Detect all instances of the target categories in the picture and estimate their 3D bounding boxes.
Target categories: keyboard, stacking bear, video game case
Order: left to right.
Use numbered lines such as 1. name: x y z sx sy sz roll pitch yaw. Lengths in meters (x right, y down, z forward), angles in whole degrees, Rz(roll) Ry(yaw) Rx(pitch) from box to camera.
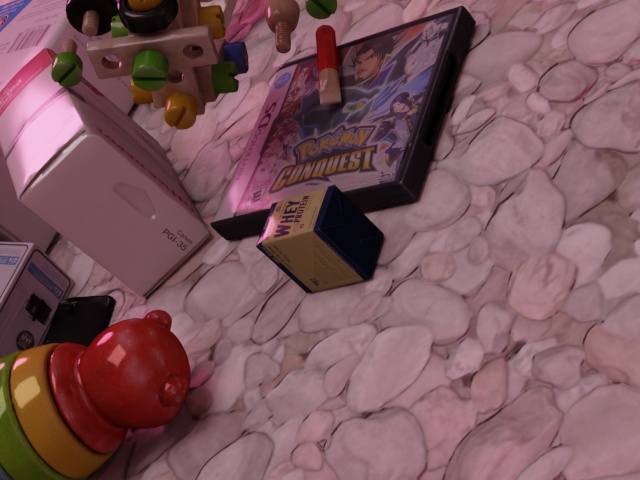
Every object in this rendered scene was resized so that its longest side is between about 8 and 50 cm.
1. keyboard: -0.300 0.148 1.412 0.100 0.038 0.192 -2 48 17
2. stacking bear: -0.259 0.174 1.221 0.289 0.164 0.175 -28 49 13
3. video game case: 0.022 -0.126 1.332 0.275 0.035 0.248 -11 46 41

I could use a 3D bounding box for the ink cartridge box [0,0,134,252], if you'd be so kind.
1. ink cartridge box: -0.439 -0.169 1.764 0.285 0.166 0.395 -3 52 47

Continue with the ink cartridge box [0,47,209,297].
1. ink cartridge box: -0.270 -0.087 1.455 0.117 0.207 0.283 -44 33 5

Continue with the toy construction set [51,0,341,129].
1. toy construction set: -0.119 -0.199 1.287 0.237 0.309 0.257 -95 20 -46

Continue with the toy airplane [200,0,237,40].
1. toy airplane: -0.125 -0.505 1.677 0.384 0.272 0.386 -43 50 24

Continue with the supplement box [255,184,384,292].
1. supplement box: 0.000 0.000 1.179 0.083 0.083 0.056 -15 43 40

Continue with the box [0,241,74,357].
1. box: -0.444 0.141 1.487 0.169 0.087 0.290 3 56 34
